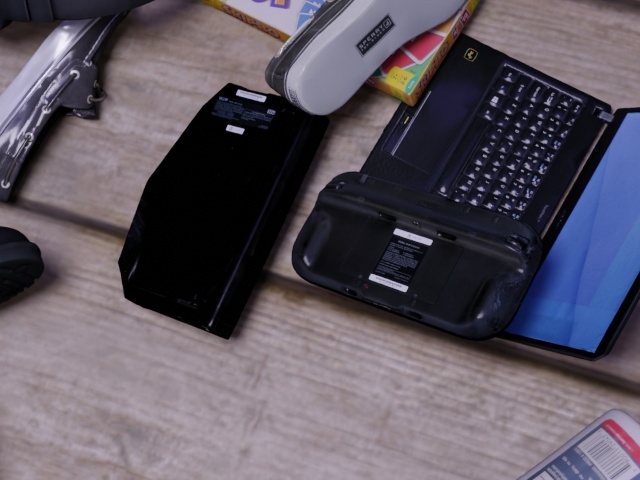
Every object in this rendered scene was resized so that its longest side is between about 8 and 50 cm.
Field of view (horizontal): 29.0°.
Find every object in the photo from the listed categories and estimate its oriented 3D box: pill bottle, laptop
[{"bbox_3d":[0.188,0.222,0.947,0.180,0.108,0.108,-36,73,-3],"label":"pill bottle"},{"bbox_3d":[0.160,-0.051,1.012,0.264,0.136,0.234,29,79,14],"label":"laptop"}]

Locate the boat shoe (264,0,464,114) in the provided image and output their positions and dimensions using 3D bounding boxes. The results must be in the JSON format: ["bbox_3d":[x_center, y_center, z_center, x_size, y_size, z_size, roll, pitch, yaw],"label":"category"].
[{"bbox_3d":[0.043,-0.198,1.049,0.219,0.077,0.070,-41,41,-12],"label":"boat shoe"}]

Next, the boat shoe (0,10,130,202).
[{"bbox_3d":[-0.237,-0.131,1.121,0.076,0.080,0.228,40,77,-8],"label":"boat shoe"}]

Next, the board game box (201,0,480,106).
[{"bbox_3d":[0.005,-0.231,1.128,0.259,0.039,0.124,29,80,21],"label":"board game box"}]

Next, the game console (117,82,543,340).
[{"bbox_3d":[0.000,0.000,1.018,0.361,0.044,0.213,19,77,30],"label":"game console"}]

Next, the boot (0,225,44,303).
[{"bbox_3d":[-0.363,-0.025,1.068,0.246,0.094,0.207,-24,73,26],"label":"boot"}]

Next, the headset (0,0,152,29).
[{"bbox_3d":[-0.292,-0.274,1.124,0.394,0.185,0.243,7,47,6],"label":"headset"}]
